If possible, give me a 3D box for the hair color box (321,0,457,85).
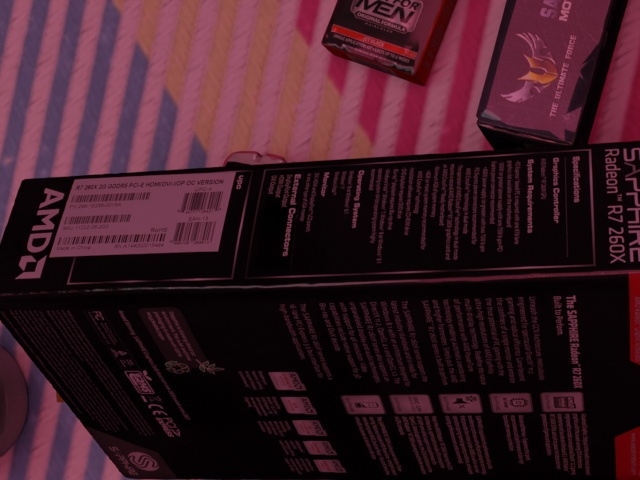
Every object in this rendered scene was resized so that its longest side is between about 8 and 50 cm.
[{"bbox_3d":[0.061,-0.183,0.774,0.072,0.043,0.141,21,92,15],"label":"hair color box"}]

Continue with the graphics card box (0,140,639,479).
[{"bbox_3d":[0.024,0.056,0.677,0.371,0.232,0.094,-4,53,14],"label":"graphics card box"}]

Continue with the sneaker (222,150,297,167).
[{"bbox_3d":[0.000,0.000,0.771,0.170,0.063,0.074,29,89,8],"label":"sneaker"}]

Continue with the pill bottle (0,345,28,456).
[{"bbox_3d":[-0.289,0.116,0.756,0.121,0.221,0.121,-1,87,14],"label":"pill bottle"}]

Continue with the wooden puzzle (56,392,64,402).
[{"bbox_3d":[-0.156,0.064,0.833,0.079,0.014,0.116,6,89,14],"label":"wooden puzzle"}]

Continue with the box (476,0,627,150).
[{"bbox_3d":[0.154,-0.161,0.678,0.059,0.183,0.232,16,93,14],"label":"box"}]
